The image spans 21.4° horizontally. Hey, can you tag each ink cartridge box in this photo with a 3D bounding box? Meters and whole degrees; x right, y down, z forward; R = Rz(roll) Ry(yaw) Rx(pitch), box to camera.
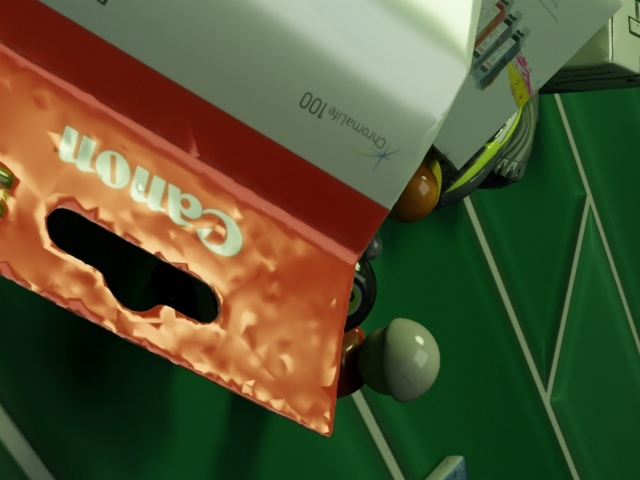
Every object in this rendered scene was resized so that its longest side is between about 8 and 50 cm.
[{"bbox_3d":[0.265,-0.211,1.803,0.203,0.148,0.085,3,86,-65],"label":"ink cartridge box"},{"bbox_3d":[0.099,-0.170,1.244,0.127,0.176,0.128,43,5,-37],"label":"ink cartridge box"},{"bbox_3d":[-0.055,-0.121,0.995,0.308,0.091,0.385,30,53,-28],"label":"ink cartridge box"}]

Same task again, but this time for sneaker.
[{"bbox_3d":[0.153,-0.093,1.594,0.300,0.111,0.121,-50,135,-54],"label":"sneaker"}]

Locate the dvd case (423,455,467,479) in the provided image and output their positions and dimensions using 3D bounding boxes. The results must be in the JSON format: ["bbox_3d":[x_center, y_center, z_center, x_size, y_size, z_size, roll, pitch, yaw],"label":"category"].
[{"bbox_3d":[0.090,0.315,1.491,0.253,0.022,0.180,-30,114,-64],"label":"dvd case"}]

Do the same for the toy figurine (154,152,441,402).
[{"bbox_3d":[0.000,0.000,1.184,0.213,0.148,0.209,48,45,-54],"label":"toy figurine"}]
